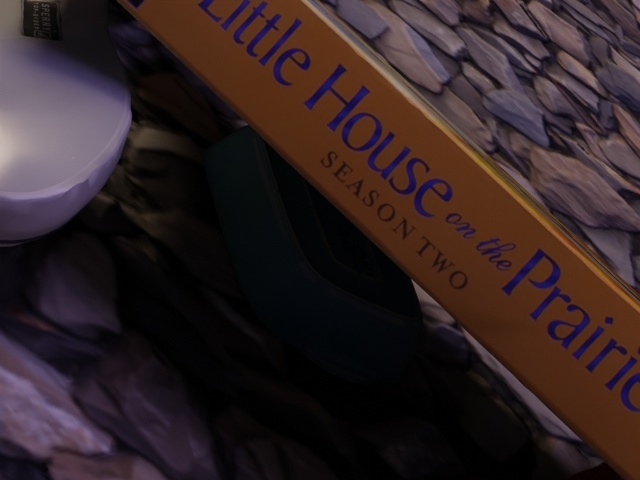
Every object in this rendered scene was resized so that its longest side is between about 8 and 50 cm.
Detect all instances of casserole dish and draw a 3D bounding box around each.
[{"bbox_3d":[0.000,0.000,1.066,0.114,0.037,0.188,24,30,-32],"label":"casserole dish"}]

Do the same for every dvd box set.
[{"bbox_3d":[0.056,-0.025,0.962,0.420,0.062,0.307,44,6,12],"label":"dvd box set"}]

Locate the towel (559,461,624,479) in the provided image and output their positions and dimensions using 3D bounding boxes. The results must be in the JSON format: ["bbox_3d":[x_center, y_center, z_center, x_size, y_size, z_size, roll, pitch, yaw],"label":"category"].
[{"bbox_3d":[0.188,0.231,0.958,0.275,0.031,0.199,48,27,19],"label":"towel"}]

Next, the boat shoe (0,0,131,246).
[{"bbox_3d":[-0.134,-0.052,0.895,0.095,0.084,0.258,11,28,-5],"label":"boat shoe"}]
